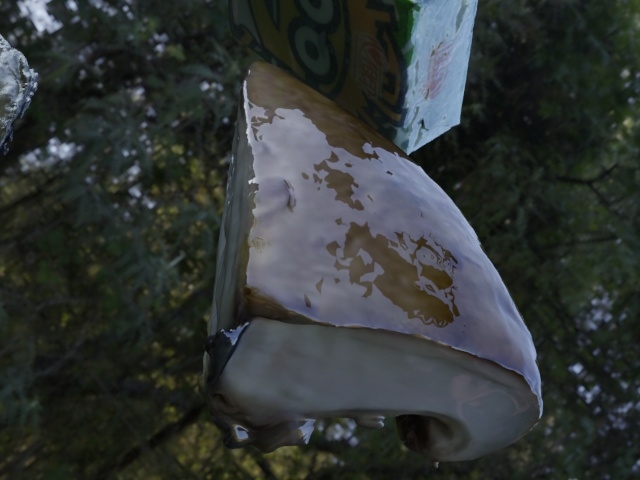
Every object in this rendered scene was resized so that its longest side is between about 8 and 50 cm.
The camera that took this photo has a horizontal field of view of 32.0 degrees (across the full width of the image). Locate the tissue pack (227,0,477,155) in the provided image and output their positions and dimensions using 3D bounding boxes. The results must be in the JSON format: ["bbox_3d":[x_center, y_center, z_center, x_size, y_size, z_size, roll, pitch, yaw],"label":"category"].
[{"bbox_3d":[0.027,-0.267,1.240,0.311,0.128,0.228,42,-29,30],"label":"tissue pack"}]

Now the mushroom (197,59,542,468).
[{"bbox_3d":[0.040,-0.008,1.065,0.224,0.314,0.397,109,-17,-48],"label":"mushroom"}]

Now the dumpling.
[{"bbox_3d":[-0.363,-0.136,1.073,0.086,0.166,0.332,42,31,-45],"label":"dumpling"}]
